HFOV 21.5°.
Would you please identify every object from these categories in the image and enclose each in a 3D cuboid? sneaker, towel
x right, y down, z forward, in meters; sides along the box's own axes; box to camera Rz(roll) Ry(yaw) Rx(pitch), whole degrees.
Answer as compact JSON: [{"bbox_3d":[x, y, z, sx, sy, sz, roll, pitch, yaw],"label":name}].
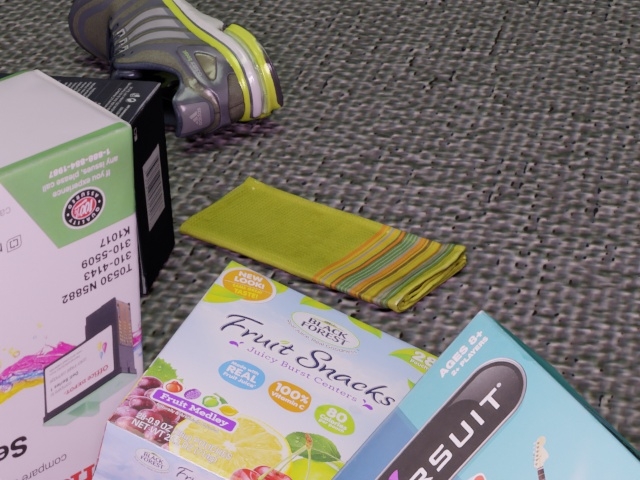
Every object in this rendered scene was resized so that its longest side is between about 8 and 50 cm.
[{"bbox_3d":[-0.173,-0.185,1.680,0.121,0.111,0.300,-28,36,-31],"label":"sneaker"},{"bbox_3d":[0.000,0.000,1.425,0.237,0.021,0.102,19,35,33],"label":"towel"}]

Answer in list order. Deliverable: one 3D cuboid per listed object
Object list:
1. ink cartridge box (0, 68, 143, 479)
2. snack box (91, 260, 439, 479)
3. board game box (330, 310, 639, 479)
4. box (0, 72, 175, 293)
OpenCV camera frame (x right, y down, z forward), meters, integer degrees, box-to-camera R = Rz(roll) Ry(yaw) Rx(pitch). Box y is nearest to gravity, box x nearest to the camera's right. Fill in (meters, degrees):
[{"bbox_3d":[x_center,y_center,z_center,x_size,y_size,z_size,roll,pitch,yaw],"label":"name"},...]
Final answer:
[{"bbox_3d":[-0.224,0.059,1.077,0.201,0.278,0.117,-26,41,-36],"label":"ink cartridge box"},{"bbox_3d":[-0.029,0.120,1.119,0.174,0.070,0.207,24,34,7],"label":"snack box"},{"bbox_3d":[0.097,0.222,0.822,0.254,0.079,0.336,-49,37,4],"label":"board game box"},{"bbox_3d":[-0.211,-0.049,1.386,0.158,0.156,0.093,4,29,11],"label":"box"}]
